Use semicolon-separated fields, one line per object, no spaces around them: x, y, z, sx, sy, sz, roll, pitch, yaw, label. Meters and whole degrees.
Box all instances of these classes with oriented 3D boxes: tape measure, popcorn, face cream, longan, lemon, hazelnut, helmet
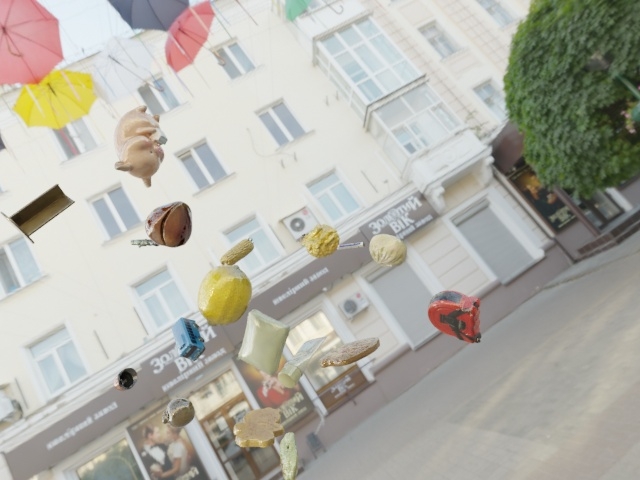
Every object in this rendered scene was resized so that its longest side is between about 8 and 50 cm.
0.645;0.362;2.075;0.114;0.260;0.254;-49;-41;-40;tape measure
0.000;0.000;2.040;0.180;0.170;0.180;-47;11;13;popcorn
-0.067;0.416;1.530;0.114;0.070;0.224;-22;16;37;face cream
-0.535;0.650;1.625;0.119;0.106;0.106;-16;-21;-18;longan
-0.449;0.259;2.015;0.245;0.245;0.320;1;-65;-65;lemon
-0.620;-0.077;1.799;0.208;0.208;0.208;-32;-16;-10;hazelnut
-0.647;0.462;1.420;0.049;0.065;0.084;-33;5;18;helmet

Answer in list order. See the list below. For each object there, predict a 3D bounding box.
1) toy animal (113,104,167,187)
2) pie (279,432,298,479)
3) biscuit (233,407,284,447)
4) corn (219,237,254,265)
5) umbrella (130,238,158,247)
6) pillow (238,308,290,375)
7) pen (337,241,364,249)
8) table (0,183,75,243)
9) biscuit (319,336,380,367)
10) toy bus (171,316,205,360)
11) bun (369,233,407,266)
-0.716;-0.378;1.740;0.212;0.256;0.195;-32;-27;7;toy animal
-0.173;1.174;2.321;0.089;0.248;0.201;6;-66;-16;pie
-0.200;0.615;1.423;0.165;0.036;0.225;0;5;-1;biscuit
-0.510;0.077;2.665;0.106;0.106;0.293;-47;0;37;corn
-0.973;0.014;2.392;0.188;0.050;0.046;1;-36;17;umbrella
-0.315;0.565;2.387;0.119;0.255;0.323;-29;-41;-64;pillow
0.123;0.031;2.180;0.203;0.025;0.025;-7;-6;20;pen
-1.131;-0.121;1.752;0.227;0.167;0.167;-48;-8;-27;table
0.138;0.503;1.967;0.257;0.049;0.272;-21;-4;40;biscuit
-0.592;0.439;1.929;0.090;0.185;0.106;-48;-45;8;toy bus
0.323;0.064;2.081;0.193;0.178;0.128;66;-142;-56;bun
